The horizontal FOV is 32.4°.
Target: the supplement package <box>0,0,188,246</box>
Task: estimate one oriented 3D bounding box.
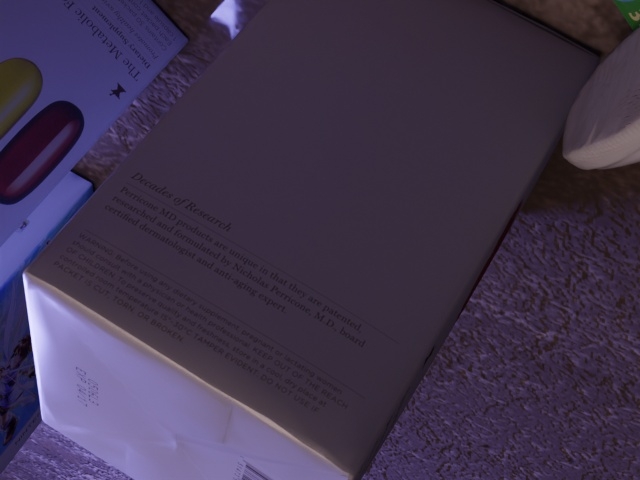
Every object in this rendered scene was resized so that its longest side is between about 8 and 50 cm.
[{"bbox_3d":[-0.232,-0.091,0.753,0.139,0.244,0.134,46,147,-19],"label":"supplement package"}]

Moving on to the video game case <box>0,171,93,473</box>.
[{"bbox_3d":[-0.299,0.094,1.063,0.061,0.244,0.269,26,148,12],"label":"video game case"}]

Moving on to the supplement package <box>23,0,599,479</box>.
[{"bbox_3d":[0.000,0.000,0.614,0.175,0.293,0.177,30,148,9],"label":"supplement package"}]

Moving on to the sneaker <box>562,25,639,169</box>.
[{"bbox_3d":[0.199,-0.067,0.484,0.094,0.080,0.212,33,149,-18],"label":"sneaker"}]

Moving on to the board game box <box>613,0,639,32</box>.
[{"bbox_3d":[0.244,-0.113,0.482,0.160,0.039,0.212,48,145,-20],"label":"board game box"}]
